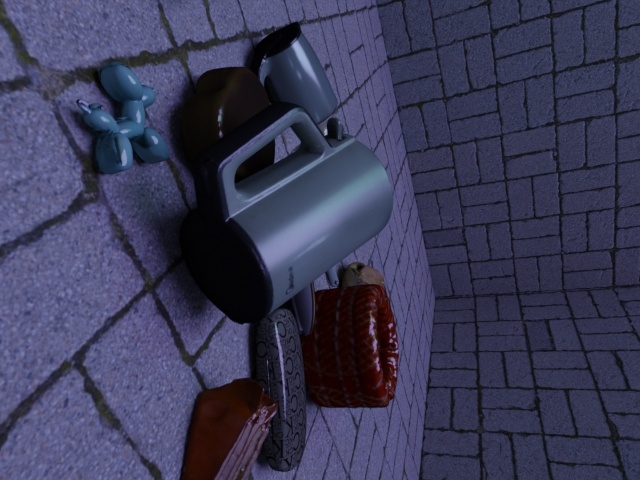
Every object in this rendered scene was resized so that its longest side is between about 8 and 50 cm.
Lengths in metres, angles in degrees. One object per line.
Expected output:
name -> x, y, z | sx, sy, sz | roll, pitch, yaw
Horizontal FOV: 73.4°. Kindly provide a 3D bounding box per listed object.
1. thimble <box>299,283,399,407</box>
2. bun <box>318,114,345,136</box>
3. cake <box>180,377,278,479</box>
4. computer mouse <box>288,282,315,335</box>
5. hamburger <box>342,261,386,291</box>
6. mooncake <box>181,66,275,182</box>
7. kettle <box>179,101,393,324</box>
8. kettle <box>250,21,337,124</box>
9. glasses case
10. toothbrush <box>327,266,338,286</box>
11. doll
thimble -> 0.092, 0.302, 1.241 | 0.350, 0.231, 0.349 | -8, 90, -69
bun -> 0.021, -0.345, 1.414 | 0.173, 0.120, 0.172 | -7, 90, -70
cake -> -0.182, 0.378, 0.756 | 0.287, 0.135, 0.098 | -69, 155, -14
computer mouse -> -0.060, 0.086, 1.083 | 0.158, 0.072, 0.310 | -140, -142, -74
hamburger -> 0.136, 0.150, 1.582 | 0.208, 0.135, 0.155 | 32, 37, -45
mooncake -> -0.181, -0.221, 0.878 | 0.235, 0.117, 0.234 | 0, 90, -71
kettle -> -0.057, -0.075, 0.806 | 0.377, 0.250, 0.360 | -37, 141, -41
kettle -> -0.085, -0.424, 1.152 | 0.221, 0.161, 0.236 | -51, 138, -19
glasses case -> -0.088, 0.334, 0.981 | 0.137, 0.085, 0.354 | 14, 69, -69
toothbrush -> -0.003, -0.001, 1.370 | 0.040, 0.040, 0.385 | -68, 148, -50
doll -> -0.296, -0.189, 0.660 | 0.159, 0.059, 0.158 | -54, 133, -58
